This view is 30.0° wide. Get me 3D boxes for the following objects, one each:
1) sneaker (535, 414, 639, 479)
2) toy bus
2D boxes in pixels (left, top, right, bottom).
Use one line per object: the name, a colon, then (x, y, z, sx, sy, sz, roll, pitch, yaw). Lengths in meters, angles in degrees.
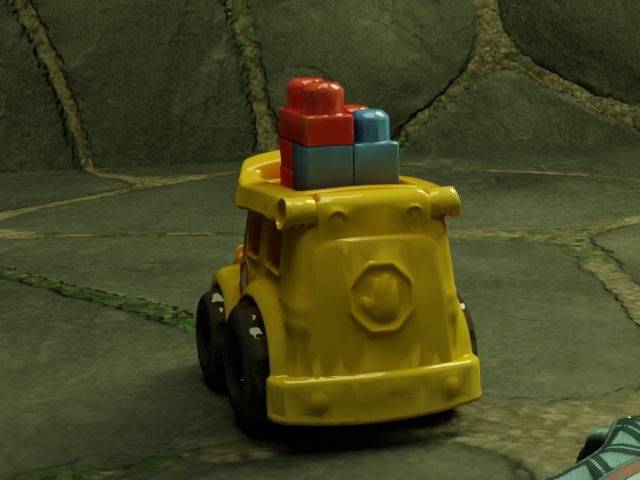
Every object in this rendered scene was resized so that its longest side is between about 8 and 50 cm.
sneaker: (0.171, 0.097, 0.509, 0.262, 0.104, 0.125, -10, 11, -41)
toy bus: (0.000, 0.000, 0.774, 0.149, 0.211, 0.220, -6, 10, -17)
